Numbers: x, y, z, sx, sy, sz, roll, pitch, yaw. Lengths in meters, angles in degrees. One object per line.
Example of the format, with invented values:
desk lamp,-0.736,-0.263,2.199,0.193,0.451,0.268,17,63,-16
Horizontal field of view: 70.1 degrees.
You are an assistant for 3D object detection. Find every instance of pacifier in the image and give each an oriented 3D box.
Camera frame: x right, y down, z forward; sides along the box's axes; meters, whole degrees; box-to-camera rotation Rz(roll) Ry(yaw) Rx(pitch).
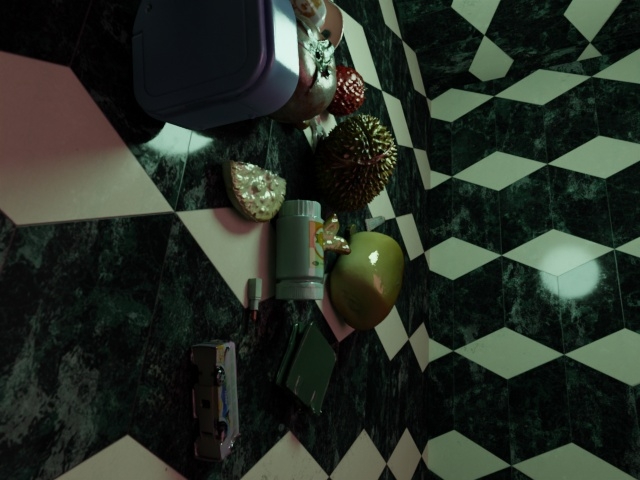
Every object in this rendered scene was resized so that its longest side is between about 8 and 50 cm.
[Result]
pacifier,-0.072,-0.764,1.541,0.332,0.220,0.273,53,34,-10

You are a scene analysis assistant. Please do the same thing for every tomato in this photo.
tomato,-0.092,-0.515,1.384,0.317,0.283,0.316,22,63,-52

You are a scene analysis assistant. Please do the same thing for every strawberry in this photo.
strawberry,0.051,-0.615,1.844,0.245,0.205,0.205,0,86,-42

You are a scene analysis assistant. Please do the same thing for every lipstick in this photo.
lipstick,-0.195,0.177,1.346,0.030,0.030,0.129,22,65,-61

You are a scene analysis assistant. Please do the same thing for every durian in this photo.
durian,0.130,-0.303,1.773,0.384,0.348,0.347,-61,177,38

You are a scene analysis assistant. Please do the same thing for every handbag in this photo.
handbag,-0.045,0.436,1.552,0.247,0.079,0.260,60,37,-40

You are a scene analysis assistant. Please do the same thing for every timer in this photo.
timer,-0.230,-0.447,1.007,0.173,0.395,0.394,4,82,-63

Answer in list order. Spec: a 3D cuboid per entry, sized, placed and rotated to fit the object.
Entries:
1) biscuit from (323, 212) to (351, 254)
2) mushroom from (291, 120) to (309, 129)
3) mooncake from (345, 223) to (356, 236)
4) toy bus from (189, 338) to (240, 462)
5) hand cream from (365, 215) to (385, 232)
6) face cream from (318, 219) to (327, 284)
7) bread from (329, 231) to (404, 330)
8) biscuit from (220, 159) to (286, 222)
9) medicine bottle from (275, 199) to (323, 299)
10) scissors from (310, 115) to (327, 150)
biscuit,0.000,0.001,1.634,0.208,0.047,0.164,-19,87,-34
mushroom,-0.080,-0.452,1.625,0.126,0.085,0.109,61,0,-36
mooncake,0.162,-0.182,2.091,0.150,0.057,0.346,76,22,-45
toy bus,-0.257,0.388,1.125,0.112,0.090,0.273,3,84,-69
hand cream,0.278,-0.091,2.330,0.210,0.043,0.067,-21,103,-57
face cream,-0.014,0.057,1.681,0.073,0.073,0.283,41,50,-54
bread,0.211,0.149,1.921,0.347,0.253,0.376,68,30,-24
biscuit,-0.184,-0.140,1.361,0.281,0.084,0.179,0,86,-64
medicine bottle,-0.068,0.034,1.482,0.158,0.158,0.317,15,72,-62
scissors,-0.022,-0.470,1.799,0.118,0.031,0.242,-61,142,-48
